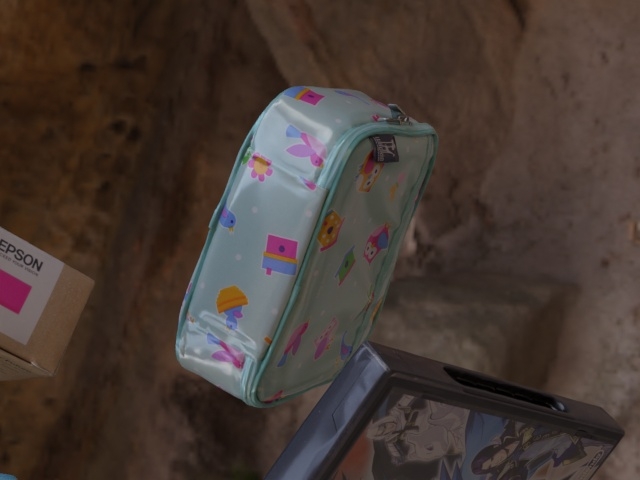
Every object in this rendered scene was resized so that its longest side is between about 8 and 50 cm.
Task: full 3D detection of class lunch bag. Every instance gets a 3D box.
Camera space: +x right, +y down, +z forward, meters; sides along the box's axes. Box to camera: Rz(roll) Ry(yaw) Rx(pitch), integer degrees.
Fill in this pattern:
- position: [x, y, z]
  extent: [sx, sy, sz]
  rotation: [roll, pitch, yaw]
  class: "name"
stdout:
- position: [0.000, 0.000, 1.111]
  extent: [0.108, 0.224, 0.279]
  rotation: [29, 107, 25]
  class: "lunch bag"

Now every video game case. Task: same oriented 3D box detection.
- position: [0.041, 0.201, 0.805]
  extent: [0.275, 0.248, 0.035]
  rotation: [-56, 45, 15]
  class: "video game case"

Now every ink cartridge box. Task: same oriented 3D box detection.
- position: [-0.322, 0.023, 0.988]
  extent: [0.193, 0.234, 0.088]
  rotation: [-13, 49, 55]
  class: "ink cartridge box"

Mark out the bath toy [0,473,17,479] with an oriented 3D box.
- position: [-0.374, 0.438, 1.379]
  extent: [0.129, 0.151, 0.348]
  rotation: [-24, -78, -69]
  class: "bath toy"
